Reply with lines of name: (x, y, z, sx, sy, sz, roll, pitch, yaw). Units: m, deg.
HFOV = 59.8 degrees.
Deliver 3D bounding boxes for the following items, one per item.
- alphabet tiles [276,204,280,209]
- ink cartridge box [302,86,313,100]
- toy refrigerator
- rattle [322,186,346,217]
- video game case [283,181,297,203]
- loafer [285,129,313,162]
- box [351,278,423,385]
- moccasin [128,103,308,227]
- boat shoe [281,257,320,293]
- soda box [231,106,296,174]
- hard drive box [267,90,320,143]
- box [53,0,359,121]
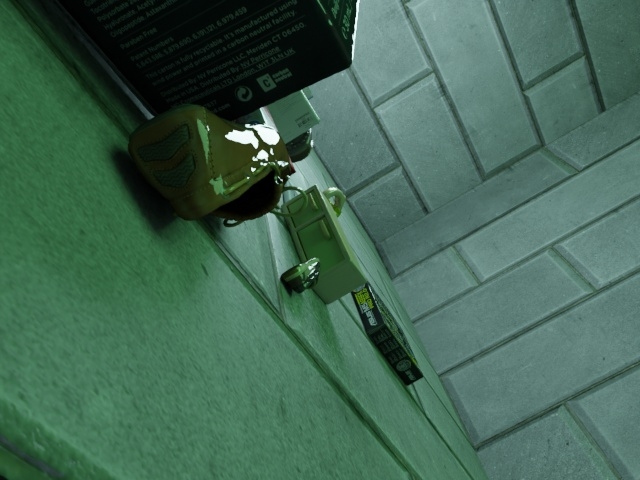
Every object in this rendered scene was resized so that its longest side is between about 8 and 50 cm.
alphabet tiles: (-0.172, -0.200, 1.239, 0.198, 0.009, 0.237, 48, 13, -55)
ink cartridge box: (-0.187, -0.544, 1.747, 0.270, 0.198, 0.197, 63, 8, 20)
toy refrigerator: (0.000, 0.000, 1.230, 0.094, 0.102, 0.269, 52, 11, -43)
rattle: (-0.022, -0.132, 1.737, 0.200, 0.130, 0.142, 0, 44, -50)
video game case: (-0.045, -0.057, 1.465, 0.173, 0.022, 0.190, 56, 7, -22)
loafer: (-0.086, -0.329, 1.811, 0.366, 0.134, 0.130, -106, 176, -59)
box: (0.188, 0.260, 1.612, 0.270, 0.060, 0.216, 54, 10, -34)
moccasin: (-0.105, -0.081, 0.732, 0.380, 0.139, 0.147, -42, 108, -85)
boat shoe: (-0.029, 0.065, 0.995, 0.049, 0.056, 0.152, 64, 17, 1)
soda box: (-0.140, -0.229, 1.206, 0.092, 0.083, 0.263, 50, 13, -47)
hard drive box: (-0.138, -0.370, 1.466, 0.232, 0.181, 0.089, 57, 8, -24)
box: (-0.170, -0.484, 0.737, 0.472, 0.297, 0.479, 51, 33, -38)
